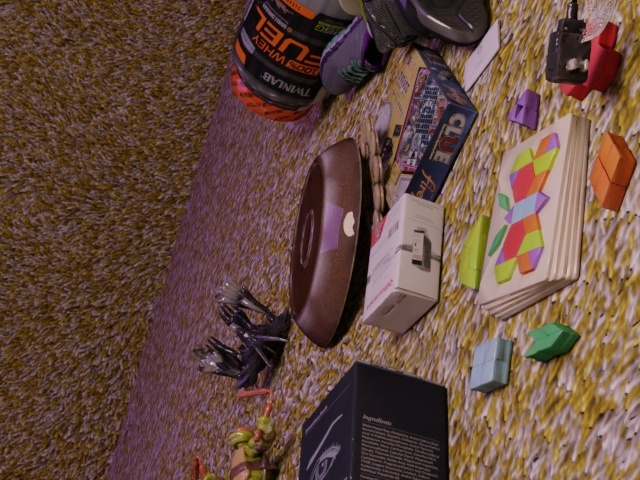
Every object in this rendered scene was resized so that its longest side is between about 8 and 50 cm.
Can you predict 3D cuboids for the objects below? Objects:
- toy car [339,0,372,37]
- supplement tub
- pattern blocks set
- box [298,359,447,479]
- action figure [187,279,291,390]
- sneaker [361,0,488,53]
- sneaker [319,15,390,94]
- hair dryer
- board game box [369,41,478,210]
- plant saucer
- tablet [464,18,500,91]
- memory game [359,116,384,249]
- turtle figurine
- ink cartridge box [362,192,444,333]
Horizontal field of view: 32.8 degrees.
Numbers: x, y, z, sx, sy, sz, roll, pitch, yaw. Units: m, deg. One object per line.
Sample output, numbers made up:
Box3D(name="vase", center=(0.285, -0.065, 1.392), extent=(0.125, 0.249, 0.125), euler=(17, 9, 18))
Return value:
Box3D(name="toy car", center=(0.106, -0.386, 1.584), extent=(0.159, 0.136, 0.182), euler=(-127, 23, -48))
Box3D(name="supplement tub", center=(-0.027, -0.383, 1.918), extent=(0.207, 0.207, 0.338), euler=(-87, 20, -44))
Box3D(name="pattern blocks set", center=(0.204, -0.026, 1.041), extent=(0.285, 0.026, 0.324), euler=(128, 154, -53))
Box3D(name="box", center=(0.050, 0.253, 1.113), extent=(0.153, 0.108, 0.207), euler=(124, 158, -47))
Box3D(name="action figure", center=(-0.142, 0.165, 1.839), extent=(0.164, 0.141, 0.276), euler=(-63, 12, -12))
Box3D(name="sneaker", center=(0.134, -0.291, 1.427), extent=(0.227, 0.087, 0.130), euler=(36, 154, 36))
Box3D(name="sneaker", center=(0.059, -0.293, 1.757), extent=(0.223, 0.083, 0.098), euler=(127, 151, -48))
Box3D(name="hair dryer", center=(0.305, -0.269, 0.925), extent=(0.224, 0.080, 0.293), euler=(0, 78, 58))
Box3D(name="board game box", center=(0.126, -0.144, 1.419), extent=(0.243, 0.042, 0.165), euler=(-102, 33, -62))
Box3D(name="plant saucer", center=(0.000, 0.000, 1.591), extent=(0.310, 0.050, 0.310), euler=(-173, 90, -80))
Box3D(name="tablet", center=(0.197, -0.226, 1.329), extent=(0.083, 0.006, 0.054), euler=(126, 157, -48))
Box3D(name="memory game", center=(0.068, -0.076, 1.474), extent=(0.186, 0.012, 0.186), euler=(176, 90, -85))
Box3D(name="turtle figurine", center=(-0.114, 0.363, 1.613), extent=(0.269, 0.087, 0.217), euler=(-50, 33, 36))
Box3D(name="ink cartridge box", center=(0.099, 0.029, 1.291), extent=(0.099, 0.056, 0.135), euler=(128, 155, -53))
